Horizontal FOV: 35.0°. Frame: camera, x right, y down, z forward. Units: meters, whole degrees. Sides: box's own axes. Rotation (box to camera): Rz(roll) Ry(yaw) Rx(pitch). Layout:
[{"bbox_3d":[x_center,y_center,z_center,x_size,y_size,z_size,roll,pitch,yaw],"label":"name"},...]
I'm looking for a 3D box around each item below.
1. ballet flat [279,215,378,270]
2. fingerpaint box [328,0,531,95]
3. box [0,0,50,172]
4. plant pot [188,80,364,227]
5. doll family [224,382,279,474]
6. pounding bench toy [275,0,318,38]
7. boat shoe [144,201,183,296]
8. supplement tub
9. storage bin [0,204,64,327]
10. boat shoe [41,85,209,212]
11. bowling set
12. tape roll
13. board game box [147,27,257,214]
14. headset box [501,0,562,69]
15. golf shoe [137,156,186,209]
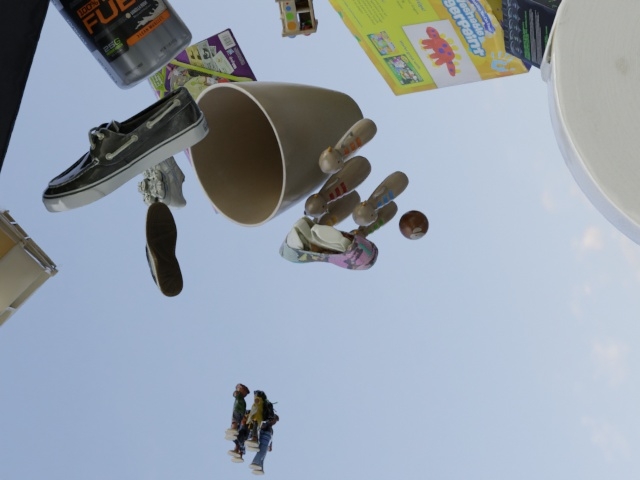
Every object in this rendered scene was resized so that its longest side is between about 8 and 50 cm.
[{"bbox_3d":[0.000,0.000,1.673,0.077,0.222,0.079,-55,-52,-21],"label":"ballet flat"},{"bbox_3d":[0.223,-0.545,2.191,0.445,0.371,0.163,48,-125,-33],"label":"fingerpaint box"},{"bbox_3d":[-0.576,-0.212,1.171,0.297,0.472,0.479,15,-88,-45],"label":"box"},{"bbox_3d":[-0.055,-0.182,1.845,0.274,0.256,0.256,-22,-96,-42],"label":"plant pot"},{"bbox_3d":[-0.111,0.308,1.693,0.193,0.076,0.111,94,-175,-52],"label":"doll family"},{"bbox_3d":[-0.033,-0.340,1.498,0.083,0.052,0.065,-83,-15,-60],"label":"pounding bench toy"},{"bbox_3d":[-0.256,0.016,1.612,0.056,0.049,0.152,-6,-91,-31],"label":"boat shoe"},{"bbox_3d":[-0.255,-0.290,1.237,0.190,0.117,0.117,52,-149,-18],"label":"supplement tub"},{"bbox_3d":[-0.473,0.086,1.315,0.123,0.262,0.260,45,172,-9],"label":"storage bin"},{"bbox_3d":[-0.244,-0.112,1.215,0.070,0.219,0.078,63,172,-30],"label":"boat shoe"},{"bbox_3d":[0.078,-0.053,1.762,0.200,0.287,0.154,38,-117,19],"label":"bowling set"},{"bbox_3d":[0.405,-0.155,0.936,0.072,0.392,0.391,43,-155,-78],"label":"tape roll"},{"bbox_3d":[-0.208,-0.255,2.159,0.346,0.208,0.056,63,166,2],"label":"board game box"},{"bbox_3d":[0.472,-0.372,1.686,0.283,0.246,0.131,42,152,48],"label":"headset box"},{"bbox_3d":[-0.278,-0.126,1.773,0.086,0.069,0.176,22,-132,-47],"label":"golf shoe"}]
